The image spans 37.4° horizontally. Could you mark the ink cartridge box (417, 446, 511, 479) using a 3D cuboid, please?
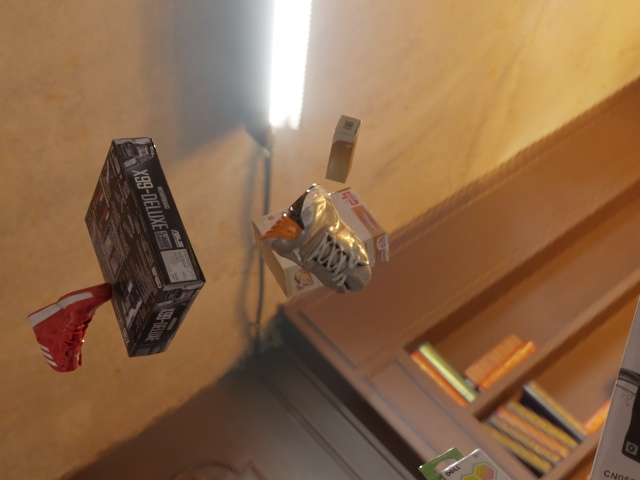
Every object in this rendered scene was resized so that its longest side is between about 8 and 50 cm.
[{"bbox_3d":[0.302,0.483,1.857,0.109,0.209,0.062,-22,-41,-29],"label":"ink cartridge box"}]

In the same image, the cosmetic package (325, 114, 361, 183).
[{"bbox_3d":[0.043,-0.170,1.770,0.060,0.041,0.115,-68,-7,-45],"label":"cosmetic package"}]

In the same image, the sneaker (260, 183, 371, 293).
[{"bbox_3d":[0.013,0.010,1.181,0.099,0.121,0.262,-45,-11,6],"label":"sneaker"}]

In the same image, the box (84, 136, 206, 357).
[{"bbox_3d":[-0.317,0.014,1.655,0.076,0.307,0.242,-7,-31,-32],"label":"box"}]

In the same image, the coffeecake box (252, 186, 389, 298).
[{"bbox_3d":[0.000,0.000,1.569,0.185,0.142,0.068,-19,-48,-14],"label":"coffeecake box"}]

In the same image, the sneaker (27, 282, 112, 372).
[{"bbox_3d":[-0.432,0.161,1.702,0.221,0.128,0.087,-24,-5,41],"label":"sneaker"}]

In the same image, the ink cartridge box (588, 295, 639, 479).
[{"bbox_3d":[0.416,0.214,0.996,0.308,0.223,0.129,-69,-23,-15],"label":"ink cartridge box"}]
